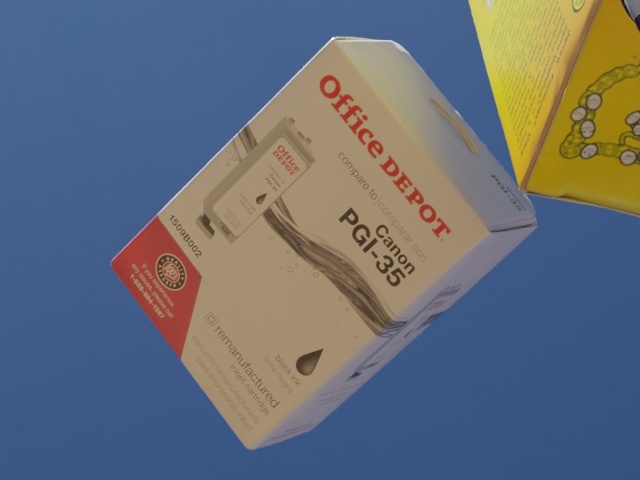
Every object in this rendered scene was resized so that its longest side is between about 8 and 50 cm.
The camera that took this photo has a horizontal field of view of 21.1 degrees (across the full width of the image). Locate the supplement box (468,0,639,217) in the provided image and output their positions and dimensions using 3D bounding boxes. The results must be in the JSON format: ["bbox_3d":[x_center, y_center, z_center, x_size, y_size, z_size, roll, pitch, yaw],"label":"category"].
[{"bbox_3d":[0.241,-0.177,1.241,0.194,0.356,0.195,12,-60,-10],"label":"supplement box"}]

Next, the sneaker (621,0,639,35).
[{"bbox_3d":[0.162,-0.112,0.706,0.069,0.185,0.084,-24,-92,18],"label":"sneaker"}]

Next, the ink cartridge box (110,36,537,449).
[{"bbox_3d":[0.000,0.000,1.393,0.283,0.117,0.207,-44,-105,23],"label":"ink cartridge box"}]
